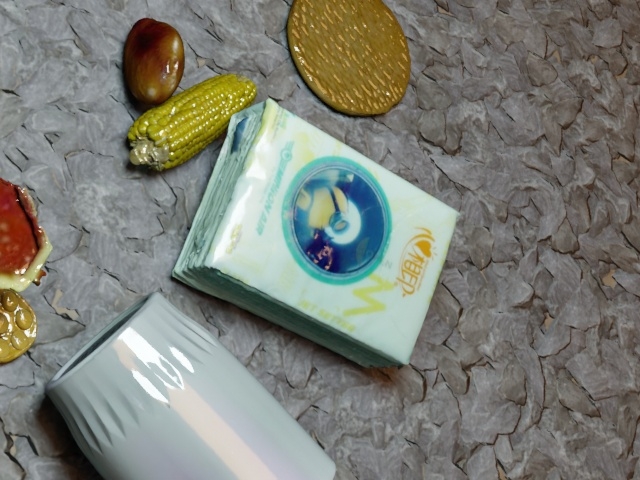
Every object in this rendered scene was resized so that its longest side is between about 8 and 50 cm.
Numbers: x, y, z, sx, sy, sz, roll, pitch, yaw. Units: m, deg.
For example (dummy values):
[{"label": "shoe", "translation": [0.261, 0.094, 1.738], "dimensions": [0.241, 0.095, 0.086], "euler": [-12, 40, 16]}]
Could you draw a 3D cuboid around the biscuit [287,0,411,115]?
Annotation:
[{"label": "biscuit", "translation": [0.049, -0.337, 2.204], "dimensions": [0.262, 0.037, 0.262], "euler": [12, 67, -32]}]

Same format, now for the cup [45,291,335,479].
[{"label": "cup", "translation": [-0.179, 0.272, 1.705], "dimensions": [0.371, 0.253, 0.253], "euler": [49, 54, -8]}]

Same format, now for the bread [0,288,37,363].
[{"label": "bread", "translation": [-0.439, 0.114, 1.716], "dimensions": [0.110, 0.024, 0.110], "euler": [13, 67, -33]}]

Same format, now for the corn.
[{"label": "corn", "translation": [-0.199, -0.187, 1.943], "dimensions": [0.262, 0.097, 0.097], "euler": [-40, 99, -38]}]

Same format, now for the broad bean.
[{"label": "broad bean", "translation": [-0.250, -0.272, 1.917], "dimensions": [0.084, 0.114, 0.165], "euler": [15, 26, -25]}]

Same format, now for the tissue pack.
[{"label": "tissue pack", "translation": [0.000, 0.000, 1.950], "dimensions": [0.388, 0.162, 0.287], "euler": [28, 74, -27]}]

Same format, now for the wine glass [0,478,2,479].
[{"label": "wine glass", "translation": [-0.408, 0.373, 1.622], "dimensions": [0.073, 0.073, 0.155], "euler": [-42, 102, -37]}]

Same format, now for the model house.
[{"label": "model house", "translation": [-0.473, -0.029, 1.614], "dimensions": [0.254, 0.196, 0.160], "euler": [45, 71, -31]}]
